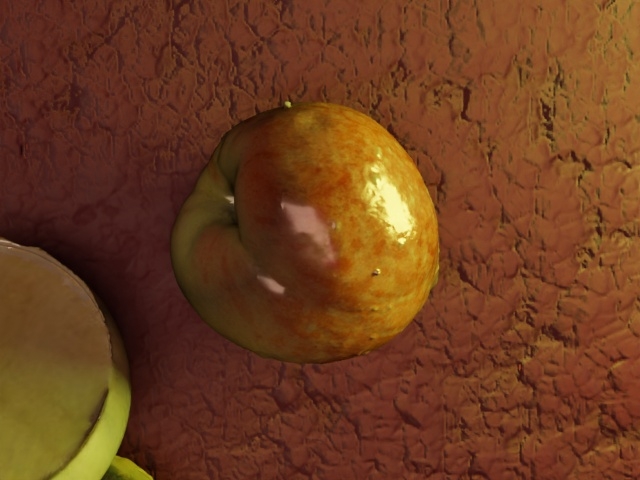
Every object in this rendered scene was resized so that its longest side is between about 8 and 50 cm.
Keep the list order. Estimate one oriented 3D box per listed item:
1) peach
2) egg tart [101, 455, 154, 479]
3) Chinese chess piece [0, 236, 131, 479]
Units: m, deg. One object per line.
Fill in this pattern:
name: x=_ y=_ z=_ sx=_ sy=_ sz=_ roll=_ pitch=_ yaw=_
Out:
peach: x=0.000 y=0.000 z=1.110 sx=0.232 sy=0.232 sz=0.232 roll=0 pitch=98 yaw=2
egg tart: x=-0.292 y=0.382 z=1.167 sx=0.443 sy=0.178 sz=0.443 roll=1 pitch=99 yaw=3
Chinese chess piece: x=-0.285 y=0.124 z=1.111 sx=0.257 sy=0.104 sz=0.257 roll=1 pitch=62 yaw=-2
